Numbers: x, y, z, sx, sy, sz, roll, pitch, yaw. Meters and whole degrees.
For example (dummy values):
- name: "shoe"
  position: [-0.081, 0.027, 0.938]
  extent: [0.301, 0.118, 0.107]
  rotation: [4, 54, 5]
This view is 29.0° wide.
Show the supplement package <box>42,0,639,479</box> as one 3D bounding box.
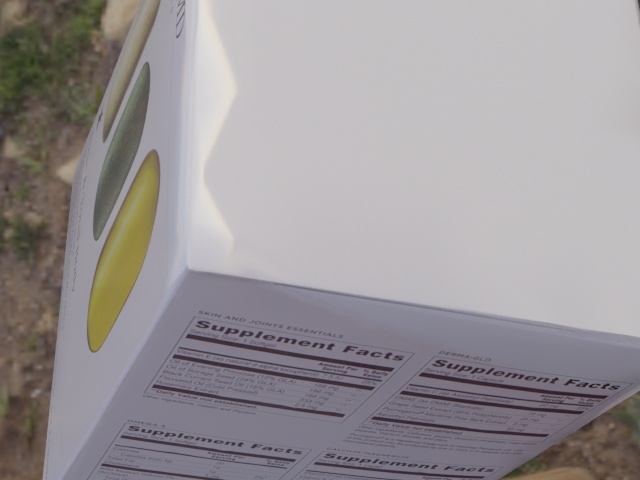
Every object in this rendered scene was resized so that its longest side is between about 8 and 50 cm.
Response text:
- name: "supplement package"
  position: [0.000, 0.000, 0.564]
  extent: [0.263, 0.198, 0.199]
  rotation: [128, 147, -54]
